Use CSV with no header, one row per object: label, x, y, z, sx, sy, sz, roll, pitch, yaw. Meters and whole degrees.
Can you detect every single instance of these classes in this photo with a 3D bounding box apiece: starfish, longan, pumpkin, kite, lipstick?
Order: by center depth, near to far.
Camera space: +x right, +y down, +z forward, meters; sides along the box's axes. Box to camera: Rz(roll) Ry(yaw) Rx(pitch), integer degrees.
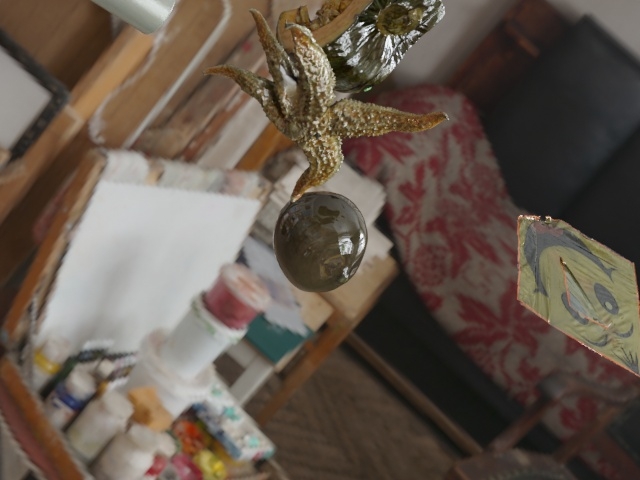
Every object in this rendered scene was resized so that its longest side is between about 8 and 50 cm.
lipstick,-0.284,-0.330,1.361,0.254,0.070,0.070,31,25,-33
starfish,-0.016,-0.213,1.736,0.293,0.301,0.084,49,42,-23
pumpkin,0.061,-0.307,1.824,0.131,0.248,0.126,46,36,-44
kite,0.442,0.088,1.969,0.377,0.013,0.328,-6,59,-46
longan,0.000,0.000,2.093,0.189,0.189,0.189,33,25,-17

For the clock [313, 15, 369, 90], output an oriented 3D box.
clock,0.056,-0.369,2.242,0.103,0.144,0.231,66,11,-53
